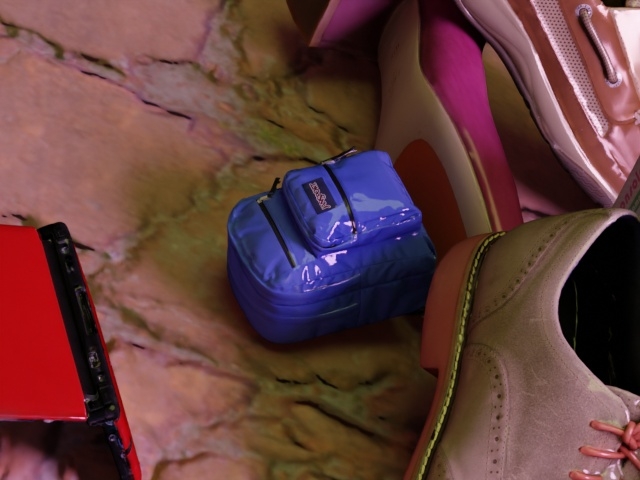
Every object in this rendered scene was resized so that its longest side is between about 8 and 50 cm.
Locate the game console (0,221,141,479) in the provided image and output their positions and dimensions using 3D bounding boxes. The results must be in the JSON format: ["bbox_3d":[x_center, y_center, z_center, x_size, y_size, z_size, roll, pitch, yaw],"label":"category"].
[{"bbox_3d":[-0.164,0.065,1.107,0.085,0.124,0.144,-16,51,-6],"label":"game console"}]

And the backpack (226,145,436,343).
[{"bbox_3d":[0.000,0.000,1.236,0.120,0.101,0.098,-18,49,-14],"label":"backpack"}]

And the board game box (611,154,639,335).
[{"bbox_3d":[0.236,0.119,1.142,0.097,0.224,0.303,2,46,-24],"label":"board game box"}]

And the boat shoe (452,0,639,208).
[{"bbox_3d":[0.195,-0.137,1.378,0.324,0.120,0.122,52,22,-16],"label":"boat shoe"}]

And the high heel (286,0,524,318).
[{"bbox_3d":[0.112,-0.075,1.371,0.181,0.127,0.377,5,48,-32],"label":"high heel"}]

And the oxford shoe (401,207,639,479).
[{"bbox_3d":[0.123,0.133,1.082,0.123,0.130,0.348,24,55,-36],"label":"oxford shoe"}]
